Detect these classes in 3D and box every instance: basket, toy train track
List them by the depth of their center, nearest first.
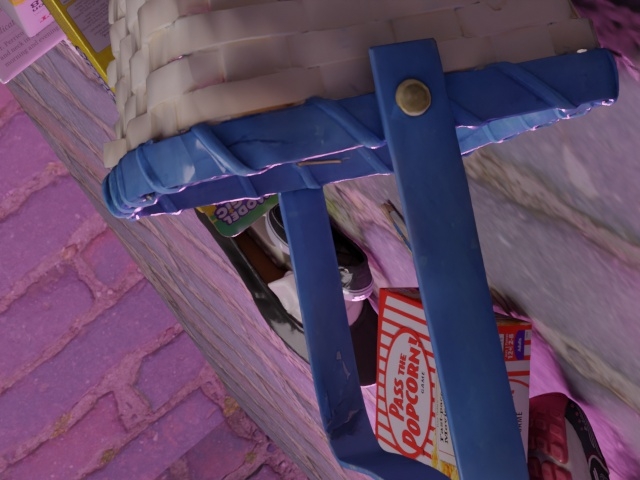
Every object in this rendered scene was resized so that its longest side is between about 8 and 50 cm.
[{"bbox_3d":[0.013,-0.031,0.589,0.255,0.201,0.289,-177,80,-77],"label":"basket"},{"bbox_3d":[0.073,0.005,1.063,0.083,0.014,0.048,56,177,1],"label":"toy train track"}]

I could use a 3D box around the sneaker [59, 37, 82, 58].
[{"bbox_3d":[-0.290,-0.261,1.501,0.170,0.063,0.075,51,164,-31],"label":"sneaker"}]

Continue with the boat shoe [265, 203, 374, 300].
[{"bbox_3d":[0.000,0.000,1.268,0.142,0.049,0.040,40,147,37],"label":"boat shoe"}]

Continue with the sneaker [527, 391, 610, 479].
[{"bbox_3d":[0.216,0.242,1.057,0.121,0.112,0.299,15,130,63],"label":"sneaker"}]

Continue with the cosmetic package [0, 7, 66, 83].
[{"bbox_3d":[-0.304,-0.270,1.296,0.183,0.151,0.151,57,168,-28],"label":"cosmetic package"}]

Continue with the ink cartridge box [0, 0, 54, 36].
[{"bbox_3d":[-0.217,-0.259,1.036,0.127,0.128,0.176,49,170,7],"label":"ink cartridge box"}]

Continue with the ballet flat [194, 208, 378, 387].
[{"bbox_3d":[-0.032,0.023,1.352,0.280,0.095,0.096,47,157,18],"label":"ballet flat"}]

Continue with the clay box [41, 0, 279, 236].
[{"bbox_3d":[-0.081,-0.121,0.950,0.222,0.127,0.053,57,168,-29],"label":"clay box"}]

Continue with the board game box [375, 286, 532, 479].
[{"bbox_3d":[0.096,0.119,1.058,0.193,0.045,0.146,-164,74,-71],"label":"board game box"}]
